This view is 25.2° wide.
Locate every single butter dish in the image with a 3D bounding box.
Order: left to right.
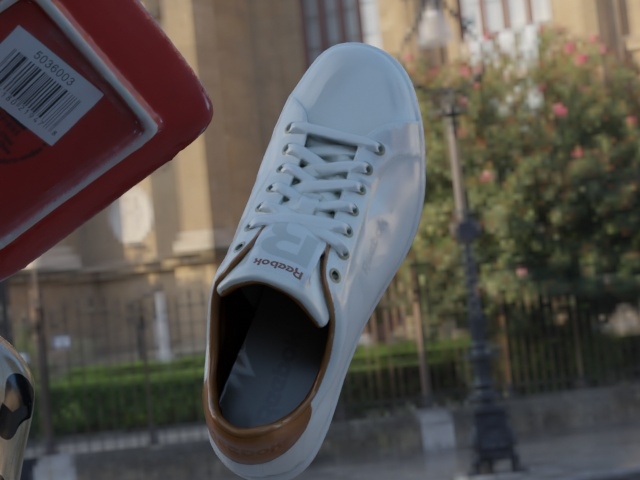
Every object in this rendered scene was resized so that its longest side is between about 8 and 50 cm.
[{"bbox_3d":[-0.160,-0.084,0.683,0.160,0.118,0.160,-36,-49,4],"label":"butter dish"}]

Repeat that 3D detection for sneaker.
[{"bbox_3d":[0.000,0.000,0.867,0.106,0.290,0.123,11,-16,8],"label":"sneaker"}]

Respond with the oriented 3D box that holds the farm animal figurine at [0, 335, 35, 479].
[{"bbox_3d":[-0.169,0.177,0.704,0.330,0.326,0.172,-4,-26,-30],"label":"farm animal figurine"}]
